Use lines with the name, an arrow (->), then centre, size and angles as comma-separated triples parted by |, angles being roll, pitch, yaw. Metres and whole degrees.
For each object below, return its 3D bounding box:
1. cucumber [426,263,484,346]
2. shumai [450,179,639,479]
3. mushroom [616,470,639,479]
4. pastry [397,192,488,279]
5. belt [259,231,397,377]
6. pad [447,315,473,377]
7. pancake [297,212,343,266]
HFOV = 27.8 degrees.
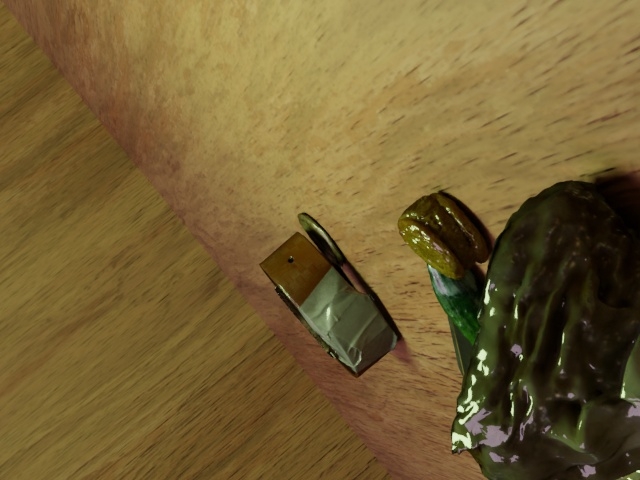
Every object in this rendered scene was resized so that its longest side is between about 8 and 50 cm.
cucumber -> 0.185, 0.091, 1.518 | 0.250, 0.056, 0.056 | 53, 169, -27
shumai -> 0.231, 0.089, 1.016 | 0.218, 0.255, 0.189 | 16, -170, 38
mushroom -> 0.297, 0.231, 1.112 | 0.207, 0.215, 0.207 | 50, 163, 22
pastry -> 0.133, -0.003, 1.402 | 0.097, 0.057, 0.109 | 54, 170, -26
belt -> 0.015, 0.106, 2.104 | 0.261, 0.105, 0.184 | 52, 173, -19
pad -> 0.272, 0.301, 1.757 | 0.375, 0.063, 0.315 | 52, 172, 30
pancake -> 0.001, -0.001, 2.070 | 0.115, 0.011, 0.115 | 49, 171, 11
